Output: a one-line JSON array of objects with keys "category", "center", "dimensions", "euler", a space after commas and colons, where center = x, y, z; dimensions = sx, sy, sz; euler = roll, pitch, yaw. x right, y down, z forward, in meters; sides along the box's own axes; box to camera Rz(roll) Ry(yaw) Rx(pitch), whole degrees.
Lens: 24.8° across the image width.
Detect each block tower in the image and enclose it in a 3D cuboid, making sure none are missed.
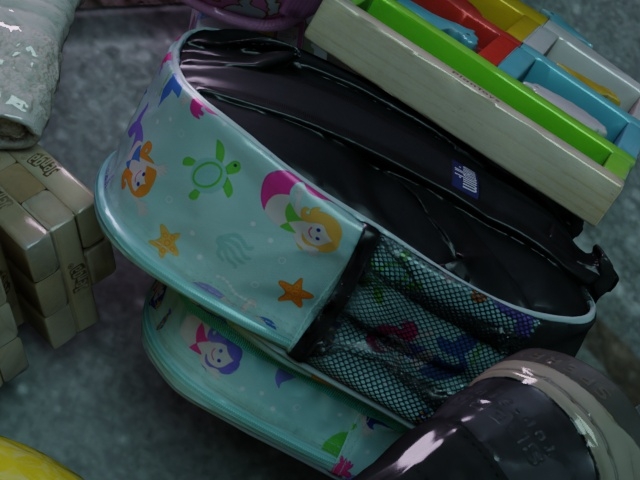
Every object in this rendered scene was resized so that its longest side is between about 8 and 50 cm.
[{"category": "block tower", "center": [-0.265, 0.072, 0.758], "dimensions": [0.335, 0.091, 0.097], "euler": [-35, 54, -25]}]

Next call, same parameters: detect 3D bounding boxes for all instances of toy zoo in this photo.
[{"category": "toy zoo", "center": [0.118, -0.110, 0.907], "dimensions": [0.192, 0.030, 0.293], "euler": [34, 23, 5]}]

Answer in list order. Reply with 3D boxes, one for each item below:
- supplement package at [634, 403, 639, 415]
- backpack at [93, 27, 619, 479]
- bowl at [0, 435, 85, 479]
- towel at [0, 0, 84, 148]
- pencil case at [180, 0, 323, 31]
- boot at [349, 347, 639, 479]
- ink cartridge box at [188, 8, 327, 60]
[{"category": "supplement package", "center": [0.290, 0.153, 0.846], "dimensions": [0.203, 0.194, 0.149], "euler": [-4, 70, -19]}, {"category": "backpack", "center": [0.000, 0.000, 0.796], "dimensions": [0.253, 0.191, 0.225], "euler": [34, 18, -12]}, {"category": "bowl", "center": [-0.172, 0.223, 0.651], "dimensions": [0.289, 0.156, 0.290], "euler": [4, 81, -30]}, {"category": "towel", "center": [-0.274, -0.153, 0.843], "dimensions": [0.282, 0.049, 0.187], "euler": [8, 61, 6]}, {"category": "pencil case", "center": [0.004, -0.302, 0.943], "dimensions": [0.167, 0.160, 0.386], "euler": [8, 48, 23]}, {"category": "boot", "center": [0.013, 0.252, 0.630], "dimensions": [0.284, 0.377, 0.138], "euler": [-14, 28, -43]}, {"category": "ink cartridge box", "center": [-0.041, -0.123, 0.944], "dimensions": [0.088, 0.052, 0.122], "euler": [11, 66, -12]}]
